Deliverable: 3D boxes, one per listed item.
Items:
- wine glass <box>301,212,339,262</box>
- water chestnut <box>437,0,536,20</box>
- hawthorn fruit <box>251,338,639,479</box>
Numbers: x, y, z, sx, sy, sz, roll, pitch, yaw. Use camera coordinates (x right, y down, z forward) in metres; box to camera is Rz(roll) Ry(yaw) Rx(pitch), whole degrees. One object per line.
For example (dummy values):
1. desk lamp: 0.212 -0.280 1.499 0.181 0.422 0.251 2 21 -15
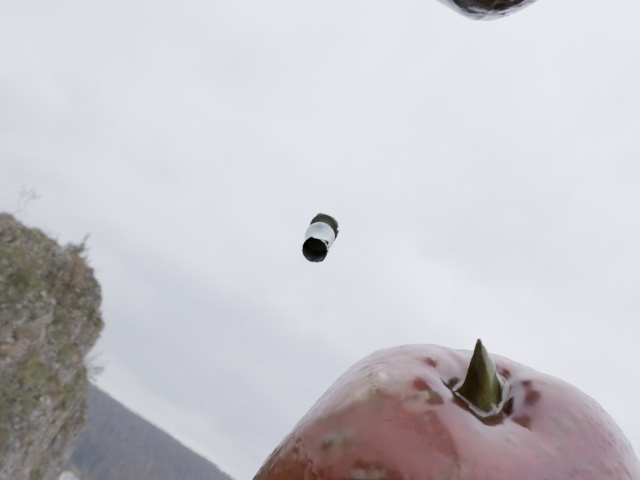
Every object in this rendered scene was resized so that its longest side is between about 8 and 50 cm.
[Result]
1. wine glass: 0.000 0.000 0.752 0.039 0.083 0.042 7 -68 4
2. water chestnut: 0.252 -0.491 0.850 0.335 0.347 0.335 58 2 -3
3. hawthorn fruit: 0.115 0.271 0.609 0.403 0.402 0.402 24 -27 13
